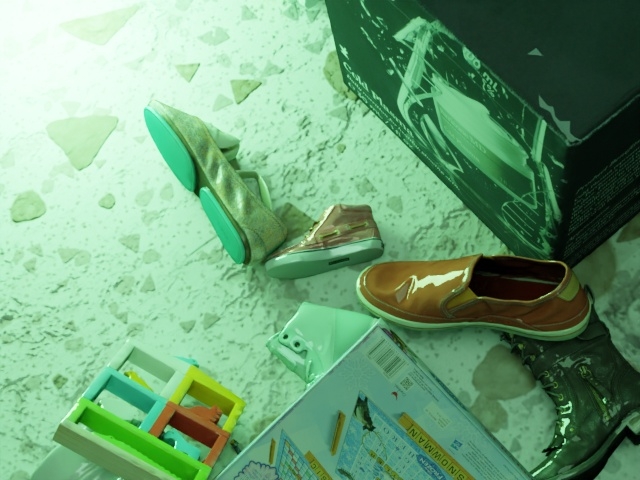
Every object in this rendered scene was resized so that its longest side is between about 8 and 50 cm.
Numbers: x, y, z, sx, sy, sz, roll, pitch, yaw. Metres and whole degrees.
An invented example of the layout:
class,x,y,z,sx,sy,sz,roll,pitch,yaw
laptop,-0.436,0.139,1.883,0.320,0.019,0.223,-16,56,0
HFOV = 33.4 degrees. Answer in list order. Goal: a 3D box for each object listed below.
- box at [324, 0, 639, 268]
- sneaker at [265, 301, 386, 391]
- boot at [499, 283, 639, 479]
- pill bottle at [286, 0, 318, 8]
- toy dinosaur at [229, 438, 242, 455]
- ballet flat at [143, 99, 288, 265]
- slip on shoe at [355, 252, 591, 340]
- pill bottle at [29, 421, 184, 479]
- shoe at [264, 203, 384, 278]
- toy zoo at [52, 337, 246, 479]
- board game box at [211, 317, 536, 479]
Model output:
class,x,y,z,sx,sy,sz,roll,pitch,yaw
box,0.255,-0.261,1.421,0.297,0.472,0.480,-39,68,-9
sneaker,-0.017,0.206,1.472,0.151,0.094,0.256,18,63,9
boot,0.320,0.205,1.444,0.263,0.091,0.229,-33,62,-10
pill bottle,-0.054,-0.429,1.748,0.116,0.065,0.065,36,77,19
toy dinosaur,-0.103,0.315,1.471,0.082,0.047,0.090,29,85,36
ballet flat,-0.153,-0.099,1.623,0.106,0.107,0.316,-26,71,-25
slip on shoe,0.202,0.062,1.468,0.331,0.101,0.123,5,46,27
pill bottle,-0.205,0.409,1.355,0.204,0.204,0.361,-38,68,-8
shoe,0.000,0.000,1.573,0.178,0.063,0.081,-12,66,-3
toy zoo,-0.209,0.225,1.411,0.192,0.293,0.030,29,112,0
board game box,0.071,0.321,1.341,0.318,0.066,0.319,-44,86,6
